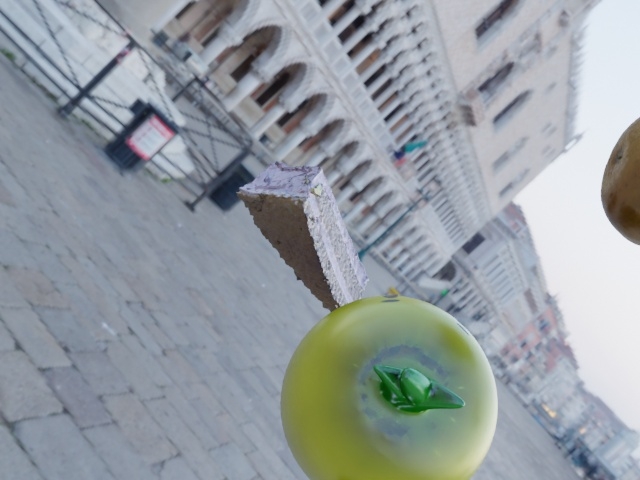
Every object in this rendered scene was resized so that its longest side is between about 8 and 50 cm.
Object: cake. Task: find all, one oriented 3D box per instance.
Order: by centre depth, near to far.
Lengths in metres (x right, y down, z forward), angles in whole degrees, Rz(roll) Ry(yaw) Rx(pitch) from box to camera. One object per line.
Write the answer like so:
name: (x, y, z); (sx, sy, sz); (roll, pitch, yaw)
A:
cake: (0.000, 0.000, 1.214); (0.113, 0.116, 0.295); (-7, -51, 40)

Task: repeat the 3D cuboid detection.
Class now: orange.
orange: (0.373, -0.064, 0.791); (0.134, 0.154, 0.155); (21, 0, 8)

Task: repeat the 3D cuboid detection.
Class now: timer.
timer: (0.087, 0.183, 0.869); (0.285, 0.285, 0.285); (47, 4, -4)
